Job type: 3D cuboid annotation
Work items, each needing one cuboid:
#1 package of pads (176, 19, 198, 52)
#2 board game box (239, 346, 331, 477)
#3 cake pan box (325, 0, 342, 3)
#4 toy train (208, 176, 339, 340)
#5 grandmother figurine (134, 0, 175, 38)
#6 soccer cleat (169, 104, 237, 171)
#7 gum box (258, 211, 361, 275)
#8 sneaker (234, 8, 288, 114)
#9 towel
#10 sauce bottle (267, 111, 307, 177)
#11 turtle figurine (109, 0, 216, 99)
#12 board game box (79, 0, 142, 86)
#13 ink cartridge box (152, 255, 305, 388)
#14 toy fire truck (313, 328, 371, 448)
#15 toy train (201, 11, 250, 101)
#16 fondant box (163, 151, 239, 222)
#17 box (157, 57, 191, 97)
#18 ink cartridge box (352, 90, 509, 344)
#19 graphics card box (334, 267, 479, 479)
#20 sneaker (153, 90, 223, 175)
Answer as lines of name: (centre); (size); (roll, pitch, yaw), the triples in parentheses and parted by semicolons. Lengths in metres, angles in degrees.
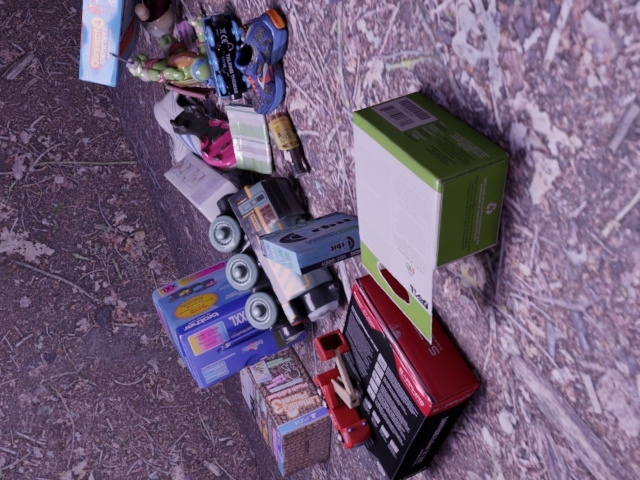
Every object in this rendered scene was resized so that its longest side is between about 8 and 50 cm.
package of pads: (-0.339, -0.517, 1.747); (0.050, 0.032, 0.083); (28, 135, 61)
board game box: (-0.101, 0.441, 1.858); (0.291, 0.141, 0.232); (55, 155, 37)
cake pan box: (0.002, -0.466, 0.835); (0.266, 0.070, 0.245); (107, 141, -60)
toy train: (-0.092, 0.032, 1.394); (0.190, 0.142, 0.333); (-31, 79, 25)
grandmother figurine: (-0.383, -0.601, 1.629); (0.104, 0.207, 0.342); (30, 156, 1)
soccer cleat: (-0.251, -0.235, 1.705); (0.331, 0.116, 0.143); (38, 172, 46)
gum box: (0.000, 0.000, 1.145); (0.184, 0.157, 0.041); (19, 125, 66)
sneaker: (-0.117, -0.321, 1.257); (0.083, 0.087, 0.221); (58, 157, 33)
towel: (-0.155, -0.220, 1.491); (0.113, 0.023, 0.151); (15, 123, 40)
sauce bottle: (-0.060, -0.181, 1.310); (0.128, 0.042, 0.042); (65, 160, 8)
turtle figurine: (-0.363, -0.459, 1.606); (0.266, 0.275, 0.197); (21, 90, 56)
board game box: (-0.484, -0.568, 1.620); (0.308, 0.086, 0.301); (-94, 18, -54)
ink cartridge box: (-0.216, 0.184, 1.622); (0.395, 0.270, 0.151); (30, 141, 61)
toy fire truck: (0.038, 0.258, 1.177); (0.192, 0.047, 0.135); (65, 159, 14)
toy train: (-0.200, -0.384, 1.439); (0.105, 0.080, 0.184); (-139, 34, -65)
fondant box: (-0.230, -0.070, 1.652); (0.238, 0.096, 0.330); (50, 171, -31)
box: (-0.431, -0.446, 2.049); (0.184, 0.045, 0.190); (-144, 38, -62)
ink cartridge box: (0.129, -0.029, 0.868); (0.189, 0.097, 0.255); (50, 153, 45)
graphics card box: (0.122, 0.237, 1.142); (0.232, 0.094, 0.370); (58, 156, 31)
sneaker: (-0.355, -0.298, 1.894); (0.129, 0.111, 0.297); (-42, 78, 42)
